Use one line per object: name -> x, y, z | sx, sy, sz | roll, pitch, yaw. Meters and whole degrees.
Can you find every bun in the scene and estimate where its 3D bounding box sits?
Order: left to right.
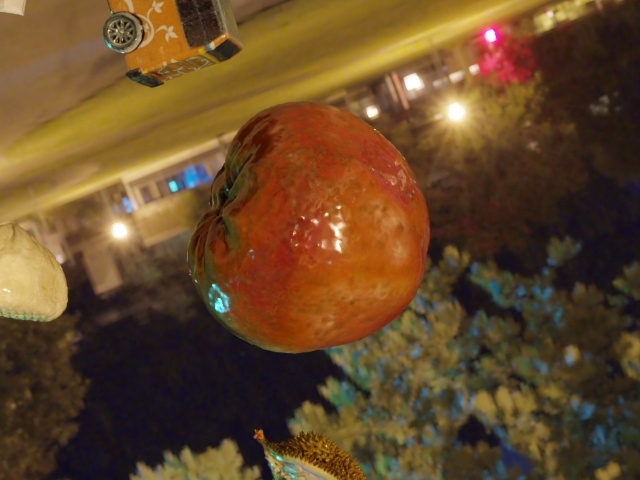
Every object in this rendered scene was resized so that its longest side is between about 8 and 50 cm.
bun -> -0.463, 0.040, 1.606 | 0.220, 0.134, 0.220 | 10, 173, 1

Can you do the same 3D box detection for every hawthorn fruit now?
hawthorn fruit -> 0.000, 0.000, 1.796 | 0.403, 0.403, 0.403 | -22, -175, 2

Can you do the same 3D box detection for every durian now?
durian -> -0.015, 0.345, 1.698 | 0.102, 0.208, 0.146 | -42, 159, -47

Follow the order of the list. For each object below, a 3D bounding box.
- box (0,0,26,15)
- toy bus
box -> -0.362, -0.274, 1.110 | 0.154, 0.040, 0.084 | 7, 137, -17
toy bus -> -0.251, -0.418, 1.753 | 0.194, 0.323, 0.162 | -16, 180, 7
